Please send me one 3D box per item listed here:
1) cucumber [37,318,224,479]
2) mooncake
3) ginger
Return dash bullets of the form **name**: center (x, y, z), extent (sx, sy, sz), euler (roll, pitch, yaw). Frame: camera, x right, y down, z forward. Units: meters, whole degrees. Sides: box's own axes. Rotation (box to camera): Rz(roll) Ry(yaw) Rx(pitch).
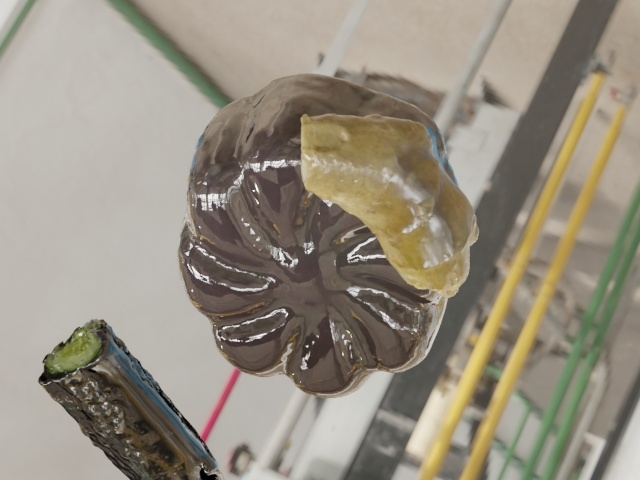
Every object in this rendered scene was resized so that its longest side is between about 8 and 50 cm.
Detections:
- **cucumber**: center (-0.067, 0.099, 0.593), extent (0.039, 0.043, 0.163), euler (-5, 136, 35)
- **mooncake**: center (0.000, 0.000, 1.276), extent (0.306, 0.154, 0.306), euler (5, 121, 8)
- **ginger**: center (0.054, -0.036, 1.011), extent (0.190, 0.095, 0.069), euler (48, 157, -21)
